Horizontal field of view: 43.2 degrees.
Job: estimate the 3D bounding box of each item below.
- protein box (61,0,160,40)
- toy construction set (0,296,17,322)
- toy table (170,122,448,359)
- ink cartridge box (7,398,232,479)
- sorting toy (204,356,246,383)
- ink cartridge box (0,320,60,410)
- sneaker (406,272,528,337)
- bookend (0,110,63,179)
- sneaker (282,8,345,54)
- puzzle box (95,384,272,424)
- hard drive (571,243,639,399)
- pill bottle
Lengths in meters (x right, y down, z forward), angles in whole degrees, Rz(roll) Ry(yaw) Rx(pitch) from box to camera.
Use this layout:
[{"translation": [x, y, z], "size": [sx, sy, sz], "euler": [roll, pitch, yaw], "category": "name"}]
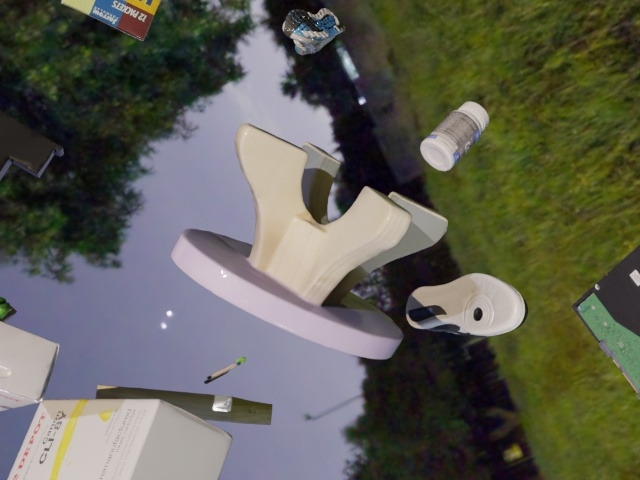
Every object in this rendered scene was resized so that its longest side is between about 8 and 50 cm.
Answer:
[{"translation": [-0.322, -0.454, 1.315], "size": [0.136, 0.199, 0.201], "euler": [22, -168, -24], "category": "protein box"}, {"translation": [-0.675, 0.142, 1.370], "size": [0.257, 0.237, 0.309], "euler": [58, -160, 20], "category": "toy construction set"}, {"translation": [0.000, 0.000, 0.849], "size": [0.274, 0.160, 0.252], "euler": [21, -168, -38], "category": "toy table"}, {"translation": [-0.356, 0.410, 1.303], "size": [0.160, 0.385, 0.279], "euler": [36, -121, -34], "category": "ink cartridge box"}, {"translation": [-0.183, 0.249, 1.561], "size": [0.012, 0.083, 0.062], "euler": [60, 151, 8], "category": "sorting toy"}, {"translation": [-0.491, 0.173, 1.134], "size": [0.159, 0.218, 0.092], "euler": [30, -120, -32], "category": "ink cartridge box"}, {"translation": [0.226, 0.092, 1.088], "size": [0.217, 0.121, 0.079], "euler": [-6, 75, 59], "category": "sneaker"}, {"translation": [-0.658, -0.170, 1.721], "size": [0.157, 0.156, 0.072], "euler": [31, 167, -11], "category": "bookend"}, {"translation": [-0.023, -0.368, 1.465], "size": [0.071, 0.083, 0.191], "euler": [50, -151, 7], "category": "sneaker"}, {"translation": [-0.272, 0.353, 1.714], "size": [0.409, 0.272, 0.052], "euler": [62, -149, -75], "category": "puzzle box"}, {"translation": [0.609, 0.127, 1.417], "size": [0.237, 0.064, 0.339], "euler": [58, 152, 21], "category": "hard drive"}, {"translation": [0.265, -0.206, 1.583], "size": [0.078, 0.137, 0.078], "euler": [37, 156, 19], "category": "pill bottle"}]
